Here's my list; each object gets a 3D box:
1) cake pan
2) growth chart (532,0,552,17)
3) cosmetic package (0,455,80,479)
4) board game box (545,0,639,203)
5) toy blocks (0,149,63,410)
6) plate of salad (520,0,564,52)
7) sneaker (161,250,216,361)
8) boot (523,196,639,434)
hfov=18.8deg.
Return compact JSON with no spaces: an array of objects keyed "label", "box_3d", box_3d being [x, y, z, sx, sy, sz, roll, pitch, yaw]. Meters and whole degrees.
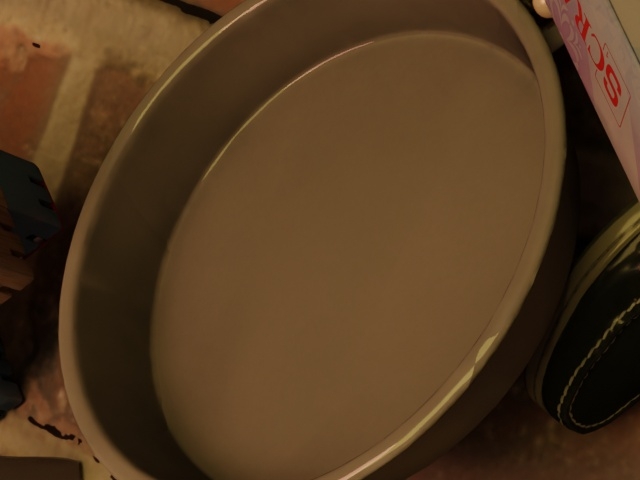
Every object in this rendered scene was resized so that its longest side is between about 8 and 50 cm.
[{"label":"cake pan","box_3d":[0.000,0.000,0.921,0.293,0.054,0.293,-20,53,30]},{"label":"growth chart","box_3d":[0.201,-0.184,0.851,0.172,0.021,0.237,11,60,39]},{"label":"cosmetic package","box_3d":[-0.201,0.246,1.093,0.127,0.107,0.238,-13,73,34]},{"label":"board game box","box_3d":[0.244,-0.128,0.739,0.318,0.066,0.318,-17,68,-8]},{"label":"toy blocks","box_3d":[-0.288,0.057,1.099,0.381,0.261,0.191,-35,62,19]},{"label":"plate of salad","box_3d":[0.079,-0.178,0.976,0.199,0.048,0.200,-11,73,38]},{"label":"sneaker","box_3d":[-0.039,0.108,1.023,0.094,0.080,0.212,8,86,17]},{"label":"boot","box_3d":[0.211,0.040,0.829,0.236,0.085,0.179,-47,55,17]}]
